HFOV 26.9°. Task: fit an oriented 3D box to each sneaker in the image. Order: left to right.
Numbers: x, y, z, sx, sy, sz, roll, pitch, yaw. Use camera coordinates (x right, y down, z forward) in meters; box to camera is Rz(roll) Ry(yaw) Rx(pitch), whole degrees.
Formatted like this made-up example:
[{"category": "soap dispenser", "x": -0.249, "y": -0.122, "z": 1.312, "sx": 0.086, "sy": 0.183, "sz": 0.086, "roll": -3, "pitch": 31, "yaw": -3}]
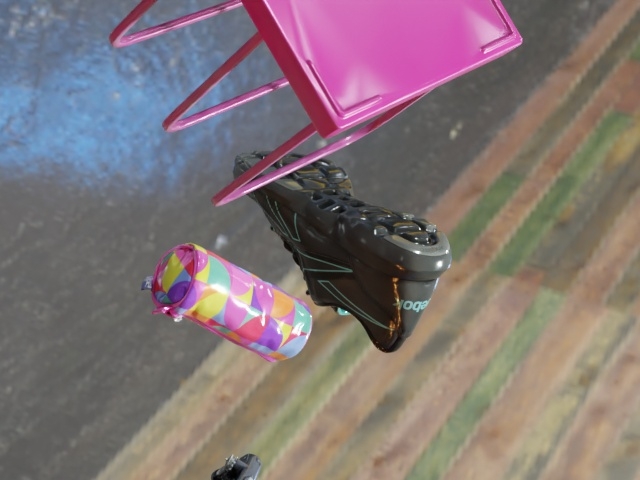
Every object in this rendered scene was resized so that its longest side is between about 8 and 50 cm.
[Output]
[{"category": "sneaker", "x": 0.000, "y": 0.000, "z": 1.156, "sx": 0.101, "sy": 0.267, "sz": 0.106, "roll": -4, "pitch": 117, "yaw": -36}]

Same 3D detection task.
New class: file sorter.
[{"category": "file sorter", "x": -0.046, "y": -0.197, "z": 0.940, "sx": 0.202, "sy": 0.182, "sz": 0.290, "roll": -29, "pitch": 88, "yaw": -42}]

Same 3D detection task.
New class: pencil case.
[{"category": "pencil case", "x": -0.119, "y": 0.086, "z": 1.751, "sx": 0.236, "sy": 0.104, "sz": 0.104, "roll": 27, "pitch": 80, "yaw": -41}]

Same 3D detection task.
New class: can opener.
[{"category": "can opener", "x": -0.103, "y": 0.300, "z": 1.513, "sx": 0.059, "sy": 0.073, "sz": 0.186, "roll": -43, "pitch": -177, "yaw": 21}]
